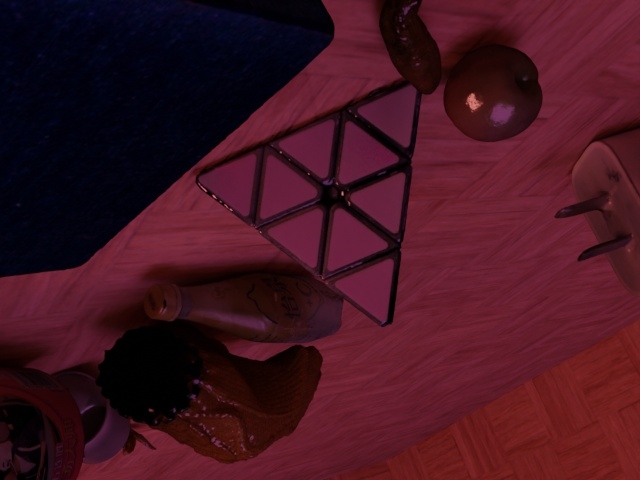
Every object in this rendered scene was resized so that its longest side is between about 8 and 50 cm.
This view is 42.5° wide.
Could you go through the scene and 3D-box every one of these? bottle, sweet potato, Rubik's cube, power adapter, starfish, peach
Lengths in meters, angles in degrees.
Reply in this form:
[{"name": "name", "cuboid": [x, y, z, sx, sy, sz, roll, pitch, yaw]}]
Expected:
[{"name": "bottle", "cuboid": [-0.082, 0.074, 0.940, 0.083, 0.083, 0.269, -36, 150, 32]}, {"name": "sweet potato", "cuboid": [0.066, -0.153, 0.604, 0.041, 0.038, 0.153, -43, 153, -11]}, {"name": "Rubik's cube", "cuboid": [0.000, 0.000, 0.719, 0.190, 0.178, 0.211, -11, 155, -19]}, {"name": "power adapter", "cuboid": [0.406, -0.041, 0.985, 0.255, 0.187, 0.124, -18, 157, -12]}, {"name": "starfish", "cuboid": [-0.325, 0.331, 1.371, 0.133, 0.041, 0.130, -5, 167, 40]}, {"name": "peach", "cuboid": [0.143, -0.123, 0.692, 0.083, 0.083, 0.083, -19, 158, -8]}]

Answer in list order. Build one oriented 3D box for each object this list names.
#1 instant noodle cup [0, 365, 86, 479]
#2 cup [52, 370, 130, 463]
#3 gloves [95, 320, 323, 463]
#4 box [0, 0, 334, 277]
[{"name": "instant noodle cup", "cuboid": [-0.382, 0.222, 0.841, 0.243, 0.244, 0.255, -29, 165, 17]}, {"name": "cup", "cuboid": [-0.323, 0.222, 1.069, 0.099, 0.136, 0.133, -52, 166, -17]}, {"name": "gloves", "cuboid": [-0.122, 0.187, 1.016, 0.203, 0.156, 0.356, 12, 178, 30]}, {"name": "box", "cuboid": [-0.176, -0.079, 0.396, 0.261, 0.116, 0.279, -34, 167, 31]}]
